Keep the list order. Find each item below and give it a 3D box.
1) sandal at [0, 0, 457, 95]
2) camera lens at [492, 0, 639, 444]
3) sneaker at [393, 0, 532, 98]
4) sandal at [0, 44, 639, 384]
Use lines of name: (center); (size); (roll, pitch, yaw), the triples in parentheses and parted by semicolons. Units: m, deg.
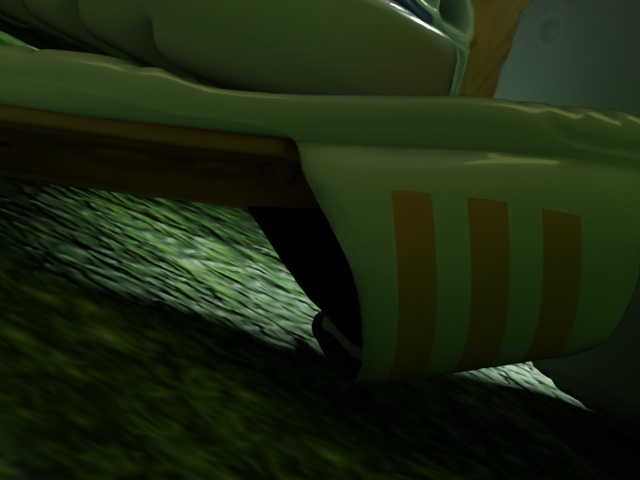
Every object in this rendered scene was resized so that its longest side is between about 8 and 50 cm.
sandal: (-0.110, -0.129, 0.681); (0.416, 0.102, 0.169); (23, 0, 34)
camera lens: (0.220, -0.004, 0.663); (0.274, 0.219, 0.219); (19, 13, -36)
sneaker: (0.032, -0.103, 0.804); (0.131, 0.112, 0.296); (33, -12, 37)
sandal: (-0.001, 0.002, 0.526); (0.265, 0.076, 0.102); (6, -10, -2)
